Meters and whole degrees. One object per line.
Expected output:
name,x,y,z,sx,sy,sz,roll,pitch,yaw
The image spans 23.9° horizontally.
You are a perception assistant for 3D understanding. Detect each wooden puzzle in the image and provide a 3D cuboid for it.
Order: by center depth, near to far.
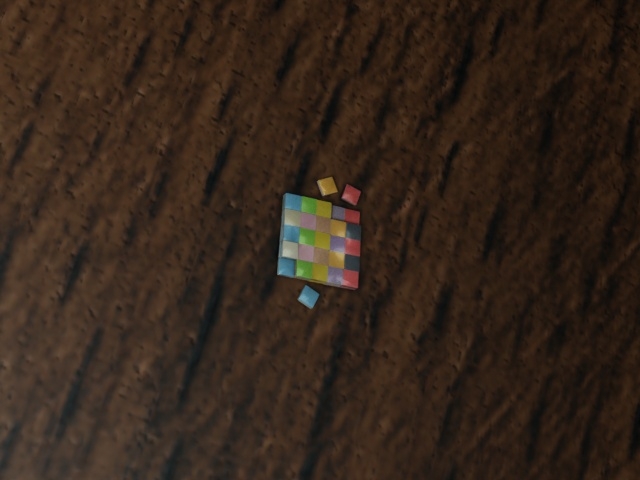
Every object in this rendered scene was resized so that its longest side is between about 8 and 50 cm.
wooden puzzle,0.000,0.000,0.875,0.049,0.006,0.083,12,67,-22
